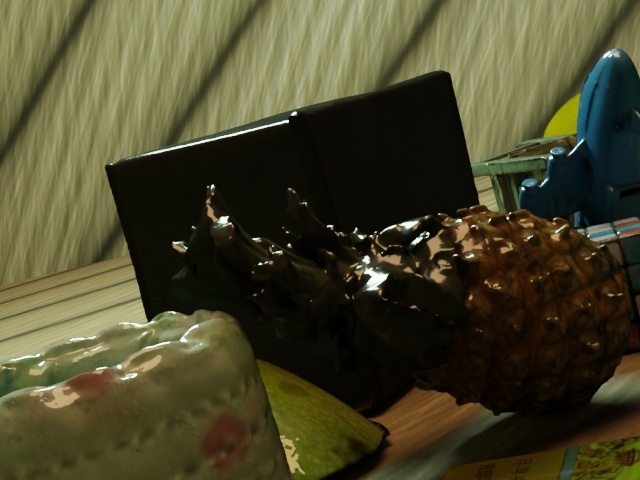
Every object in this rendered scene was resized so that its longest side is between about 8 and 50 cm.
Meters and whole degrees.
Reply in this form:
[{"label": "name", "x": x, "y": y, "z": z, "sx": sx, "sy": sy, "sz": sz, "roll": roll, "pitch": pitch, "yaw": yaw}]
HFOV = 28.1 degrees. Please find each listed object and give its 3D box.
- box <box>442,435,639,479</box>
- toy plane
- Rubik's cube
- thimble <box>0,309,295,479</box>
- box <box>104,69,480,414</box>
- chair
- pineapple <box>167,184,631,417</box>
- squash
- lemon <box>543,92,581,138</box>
[{"label": "box", "x": 0.148, "y": 0.131, "z": 0.645, "sx": 0.193, "sy": 0.030, "sz": 0.121, "roll": -12, "pitch": 6, "yaw": 19}, {"label": "toy plane", "x": 0.252, "y": -0.043, "z": 1.116, "sx": 0.254, "sy": 0.271, "sz": 0.105, "roll": -16, "pitch": 48, "yaw": -13}, {"label": "Rubik's cube", "x": 0.225, "y": 0.039, "z": 1.025, "sx": 0.092, "sy": 0.092, "sz": 0.092, "roll": -14, "pitch": 5, "yaw": 11}, {"label": "thimble", "x": -0.128, "y": 0.133, "z": 0.743, "sx": 0.211, "sy": 0.149, "sz": 0.185, "roll": -12, "pitch": 9, "yaw": 30}, {"label": "box", "x": 0.001, "y": 0.000, "z": 1.178, "sx": 0.205, "sy": 0.251, "sz": 0.345, "roll": -12, "pitch": 6, "yaw": 27}, {"label": "chair", "x": 0.276, "y": -0.051, "z": 1.544, "sx": 0.147, "sy": 0.136, "sz": 0.270, "roll": -18, "pitch": 5, "yaw": -21}, {"label": "pineapple", "x": 0.057, "y": 0.034, "z": 0.819, "sx": 0.310, "sy": 0.141, "sz": 0.170, "roll": 12, "pitch": 12, "yaw": -28}, {"label": "squash", "x": -0.049, "y": 0.127, "z": 0.911, "sx": 0.192, "sy": 0.085, "sz": 0.184, "roll": -22, "pitch": 8, "yaw": -41}, {"label": "lemon", "x": 0.404, "y": -0.128, "z": 1.776, "sx": 0.184, "sy": 0.184, "sz": 0.248, "roll": -18, "pitch": 1, "yaw": -28}]
